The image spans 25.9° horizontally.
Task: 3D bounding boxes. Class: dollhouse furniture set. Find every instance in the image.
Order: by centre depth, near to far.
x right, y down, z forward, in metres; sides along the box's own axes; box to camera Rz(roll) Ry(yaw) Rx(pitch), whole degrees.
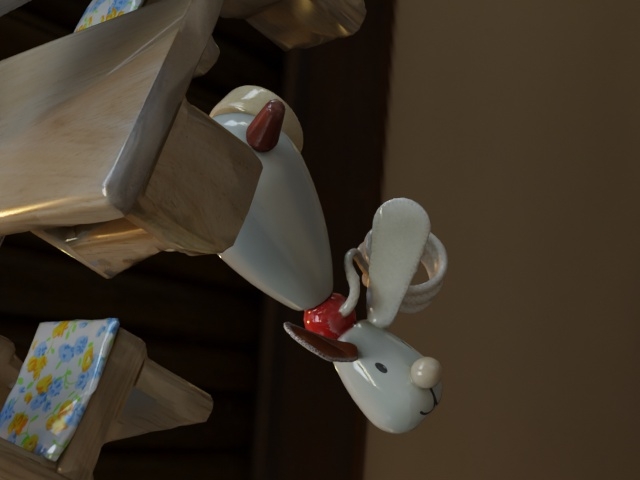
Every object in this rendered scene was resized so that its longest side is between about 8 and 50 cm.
[{"bbox_3d":[-0.218,-0.066,0.752,0.256,0.394,0.362,35,-115,-32],"label":"dollhouse furniture set"}]

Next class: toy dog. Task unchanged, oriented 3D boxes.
[{"bbox_3d":[0.000,0.000,1.140,0.333,0.161,0.220,31,-122,-18],"label":"toy dog"}]

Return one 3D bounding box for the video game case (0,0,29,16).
[{"bbox_3d":[-0.173,-0.184,0.603,0.193,0.212,0.023,69,-163,9],"label":"video game case"}]
